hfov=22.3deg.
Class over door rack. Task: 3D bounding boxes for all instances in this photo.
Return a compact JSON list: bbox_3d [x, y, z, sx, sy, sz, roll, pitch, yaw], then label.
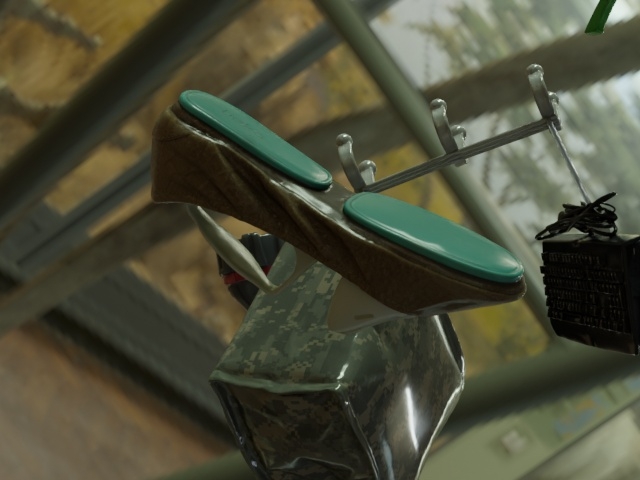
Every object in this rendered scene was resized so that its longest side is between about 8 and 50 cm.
[{"bbox_3d":[0.176,-0.062,1.825,0.324,0.239,0.108,54,20,-52],"label":"over door rack"}]

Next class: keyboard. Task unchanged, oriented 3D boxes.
[{"bbox_3d":[0.164,0.021,1.058,0.192,0.038,0.100,177,-89,-82],"label":"keyboard"}]

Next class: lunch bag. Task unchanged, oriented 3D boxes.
[{"bbox_3d":[0.033,0.155,1.602,0.235,0.169,0.287,-62,143,-40],"label":"lunch bag"}]

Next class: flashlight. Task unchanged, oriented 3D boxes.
[{"bbox_3d":[-0.062,0.140,2.090,0.103,0.103,0.304,137,-57,-83],"label":"flashlight"}]

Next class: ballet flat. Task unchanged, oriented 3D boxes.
[{"bbox_3d":[0.000,0.000,1.340,0.342,0.124,0.116,27,19,12],"label":"ballet flat"}]

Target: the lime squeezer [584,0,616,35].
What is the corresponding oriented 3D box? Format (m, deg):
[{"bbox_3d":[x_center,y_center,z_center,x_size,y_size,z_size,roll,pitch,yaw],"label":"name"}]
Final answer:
[{"bbox_3d":[0.334,-0.369,1.672,0.110,0.058,0.310,168,-72,-70],"label":"lime squeezer"}]
